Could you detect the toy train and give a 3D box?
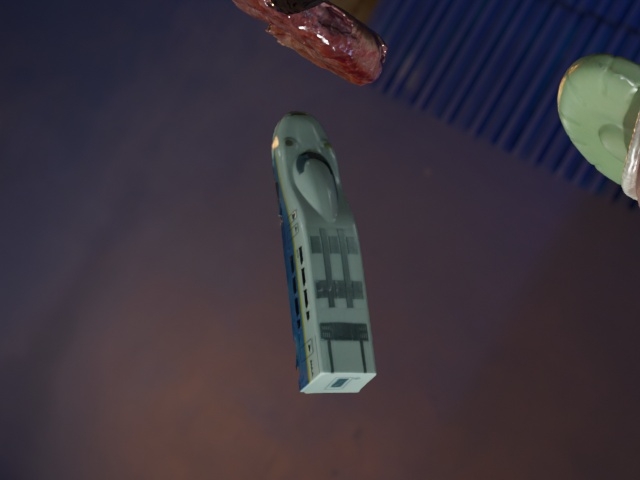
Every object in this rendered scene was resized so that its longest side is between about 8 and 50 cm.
[{"bbox_3d":[0.000,0.000,1.499,0.052,0.233,0.051,2,157,-22],"label":"toy train"}]

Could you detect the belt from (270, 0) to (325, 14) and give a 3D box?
[{"bbox_3d":[0.060,-0.285,1.349,0.164,0.289,0.184,62,175,-12],"label":"belt"}]

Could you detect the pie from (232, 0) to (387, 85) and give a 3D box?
[{"bbox_3d":[-0.028,-0.228,1.947,0.204,0.054,0.219,32,179,42],"label":"pie"}]

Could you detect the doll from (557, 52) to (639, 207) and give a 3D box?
[{"bbox_3d":[0.295,-0.077,1.207,0.284,0.216,0.268,24,159,5],"label":"doll"}]
